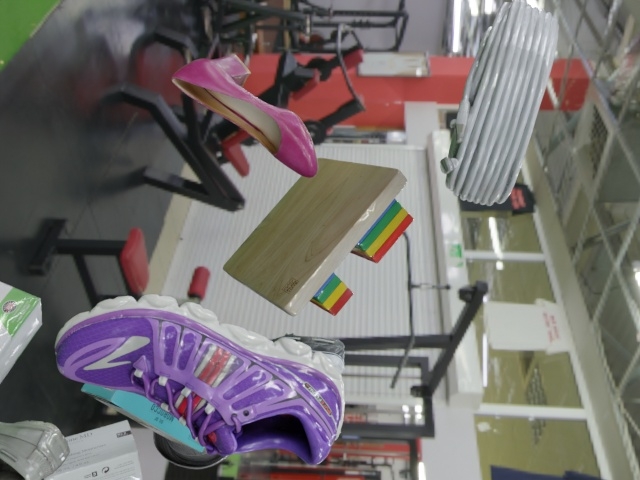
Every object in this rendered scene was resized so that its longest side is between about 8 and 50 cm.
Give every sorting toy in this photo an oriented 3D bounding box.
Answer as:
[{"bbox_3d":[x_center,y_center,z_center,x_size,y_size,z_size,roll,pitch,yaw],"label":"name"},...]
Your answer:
[{"bbox_3d":[0.000,0.000,1.024,0.257,0.089,0.255,-50,-152,-11],"label":"sorting toy"}]

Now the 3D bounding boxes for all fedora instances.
[{"bbox_3d":[-0.263,0.349,1.414,0.275,0.243,0.124,-84,164,-46],"label":"fedora"}]

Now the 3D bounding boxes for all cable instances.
[{"bbox_3d":[0.229,-0.171,0.825,0.257,0.089,0.257,36,73,-77],"label":"cable"}]

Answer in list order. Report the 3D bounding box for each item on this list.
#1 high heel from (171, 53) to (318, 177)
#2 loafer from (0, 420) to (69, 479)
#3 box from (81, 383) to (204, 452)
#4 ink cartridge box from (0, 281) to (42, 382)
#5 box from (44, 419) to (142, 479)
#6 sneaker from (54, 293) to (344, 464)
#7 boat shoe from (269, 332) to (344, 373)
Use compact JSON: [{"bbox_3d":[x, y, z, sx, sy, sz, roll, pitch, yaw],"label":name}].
[{"bbox_3d":[-0.109,-0.175,0.960,0.244,0.117,0.082,54,-38,5],"label":"high heel"},{"bbox_3d":[-0.598,0.385,1.163,0.112,0.319,0.111,69,28,-22],"label":"loafer"},{"bbox_3d":[-0.313,0.311,1.205,0.244,0.100,0.060,48,57,-40],"label":"box"},{"bbox_3d":[-0.597,0.132,1.055,0.092,0.219,0.160,116,-2,-50],"label":"ink cartridge box"},{"bbox_3d":[-0.465,0.499,1.341,0.119,0.181,0.182,35,-47,57],"label":"box"},{"bbox_3d":[-0.066,0.082,0.365,0.071,0.170,0.068,-83,-168,-48],"label":"sneaker"},{"bbox_3d":[-0.091,0.329,1.868,0.119,0.335,0.121,-70,162,-52],"label":"boat shoe"}]
